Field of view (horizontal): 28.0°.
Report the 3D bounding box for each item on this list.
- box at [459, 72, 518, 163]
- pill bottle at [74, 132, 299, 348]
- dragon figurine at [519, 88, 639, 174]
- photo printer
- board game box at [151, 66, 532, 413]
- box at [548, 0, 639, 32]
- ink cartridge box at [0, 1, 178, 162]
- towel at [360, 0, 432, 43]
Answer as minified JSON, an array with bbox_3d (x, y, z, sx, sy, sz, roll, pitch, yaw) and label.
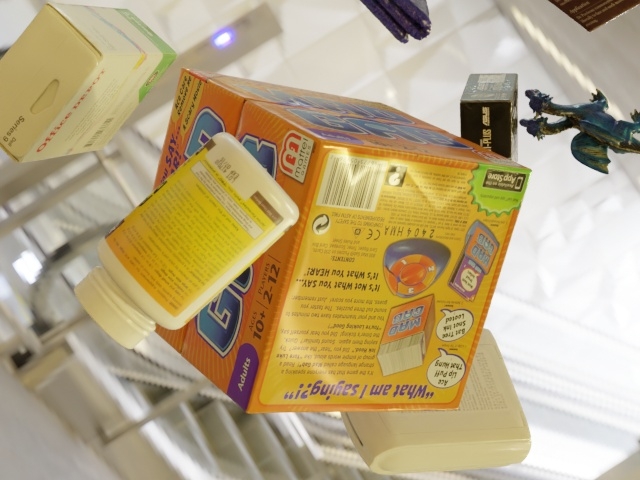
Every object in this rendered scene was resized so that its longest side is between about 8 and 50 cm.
[{"bbox_3d":[0.257,-0.164,1.944,0.180,0.078,0.147,-62,150,-66],"label":"box"},{"bbox_3d":[-0.133,0.004,1.245,0.117,0.215,0.117,48,1,-1],"label":"pill bottle"},{"bbox_3d":[0.469,-0.171,2.124,0.289,0.144,0.085,35,-45,21],"label":"dragon figurine"},{"bbox_3d":[0.175,0.268,2.156,0.107,0.308,0.256,115,-33,-45],"label":"photo printer"},{"bbox_3d":[0.000,0.000,1.752,0.357,0.356,0.356,5,17,-37],"label":"board game box"},{"bbox_3d":[0.368,-0.424,1.733,0.203,0.167,0.168,35,-22,-15],"label":"box"},{"bbox_3d":[-0.270,-0.175,1.413,0.093,0.154,0.212,43,17,4],"label":"ink cartridge box"},{"bbox_3d":[0.093,-0.489,2.329,0.228,0.076,0.308,36,24,-24],"label":"towel"}]
